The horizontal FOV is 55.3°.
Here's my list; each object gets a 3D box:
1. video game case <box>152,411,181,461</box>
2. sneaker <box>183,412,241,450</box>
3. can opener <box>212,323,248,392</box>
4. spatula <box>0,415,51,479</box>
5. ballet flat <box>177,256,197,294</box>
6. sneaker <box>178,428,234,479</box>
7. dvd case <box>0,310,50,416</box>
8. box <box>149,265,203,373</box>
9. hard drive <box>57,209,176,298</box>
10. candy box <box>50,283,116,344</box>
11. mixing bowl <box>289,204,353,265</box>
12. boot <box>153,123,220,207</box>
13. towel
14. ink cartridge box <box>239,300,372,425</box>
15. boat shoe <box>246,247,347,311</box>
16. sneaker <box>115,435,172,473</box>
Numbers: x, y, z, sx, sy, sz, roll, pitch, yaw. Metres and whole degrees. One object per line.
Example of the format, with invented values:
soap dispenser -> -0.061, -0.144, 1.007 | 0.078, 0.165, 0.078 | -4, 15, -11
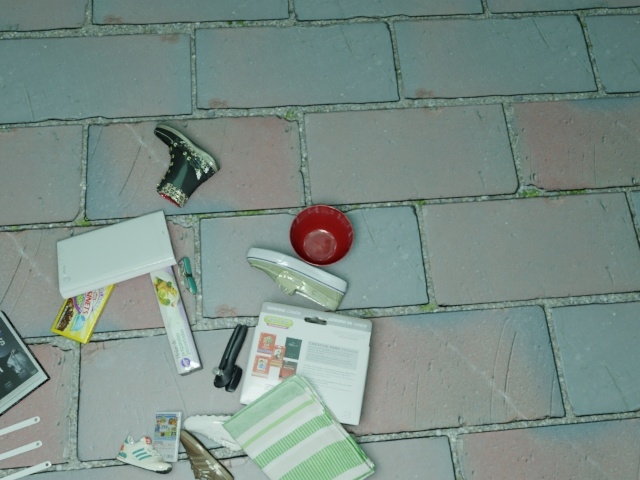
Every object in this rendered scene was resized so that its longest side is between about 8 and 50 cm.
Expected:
video game case -> -0.400, 0.507, 1.582 | 0.087, 0.011, 0.122 | -10, 69, 30
sneaker -> -0.240, 0.498, 1.583 | 0.234, 0.090, 0.095 | 4, 81, 0
can opener -> -0.244, 0.315, 1.663 | 0.059, 0.073, 0.186 | -4, 62, 37
spatula -> -0.827, 0.553, 1.564 | 0.241, 0.019, 0.168 | -19, 73, -9
ballet flat -> -0.381, 0.105, 1.733 | 0.041, 0.041, 0.115 | -16, 73, -8
sneaker -> -0.309, 0.568, 1.562 | 0.188, 0.066, 0.071 | 42, 75, 11
dvd case -> -0.865, 0.333, 1.631 | 0.179, 0.030, 0.239 | -38, 78, -15
box -> -0.400, 0.207, 1.678 | 0.063, 0.067, 0.324 | -19, 74, -7
hard drive -> -0.570, 0.033, 1.702 | 0.307, 0.040, 0.203 | -18, 48, -9
candy box -> -0.652, 0.174, 1.696 | 0.105, 0.027, 0.206 | 20, 72, 0
mixing bowl -> 0.000, 0.000, 1.751 | 0.181, 0.098, 0.182 | 1, 71, -3
boot -> -0.440, -0.223, 1.811 | 0.236, 0.085, 0.179 | 35, 76, 8
towel -> -0.051, 0.514, 1.521 | 0.247, 0.038, 0.325 | -37, 98, 10
ink cartridge box -> -0.033, 0.327, 1.622 | 0.309, 0.130, 0.272 | 11, 73, 0
boat shoe -> -0.073, 0.107, 1.710 | 0.302, 0.109, 0.094 | 21, 75, 2
sneaker -> -0.442, 0.540, 1.552 | 0.161, 0.057, 0.076 | 5, 65, 24
